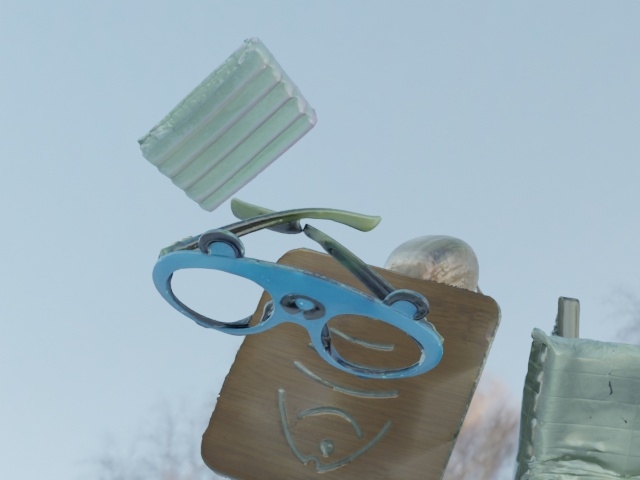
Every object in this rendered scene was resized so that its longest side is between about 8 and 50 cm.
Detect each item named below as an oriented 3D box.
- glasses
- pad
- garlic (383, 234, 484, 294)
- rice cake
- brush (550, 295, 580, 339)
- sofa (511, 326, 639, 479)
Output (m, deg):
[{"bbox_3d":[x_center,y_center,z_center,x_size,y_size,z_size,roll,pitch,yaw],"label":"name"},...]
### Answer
[{"bbox_3d":[-0.012,0.034,1.182,0.239,0.207,0.102,18,-74,-2],"label":"glasses"},{"bbox_3d":[0.030,0.159,1.584,0.286,0.284,0.018,14,-19,27],"label":"pad"},{"bbox_3d":[0.166,0.054,1.975,0.090,0.198,0.128,-6,-86,43],"label":"garlic"},{"bbox_3d":[-0.110,-0.136,1.761,0.189,0.198,0.037,47,9,-50],"label":"rice cake"},{"bbox_3d":[0.270,0.158,1.596,0.034,0.190,0.027,7,-9,-37],"label":"brush"},{"bbox_3d":[0.284,0.204,1.285,0.210,0.225,0.176,9,-1,-8],"label":"sofa"}]
